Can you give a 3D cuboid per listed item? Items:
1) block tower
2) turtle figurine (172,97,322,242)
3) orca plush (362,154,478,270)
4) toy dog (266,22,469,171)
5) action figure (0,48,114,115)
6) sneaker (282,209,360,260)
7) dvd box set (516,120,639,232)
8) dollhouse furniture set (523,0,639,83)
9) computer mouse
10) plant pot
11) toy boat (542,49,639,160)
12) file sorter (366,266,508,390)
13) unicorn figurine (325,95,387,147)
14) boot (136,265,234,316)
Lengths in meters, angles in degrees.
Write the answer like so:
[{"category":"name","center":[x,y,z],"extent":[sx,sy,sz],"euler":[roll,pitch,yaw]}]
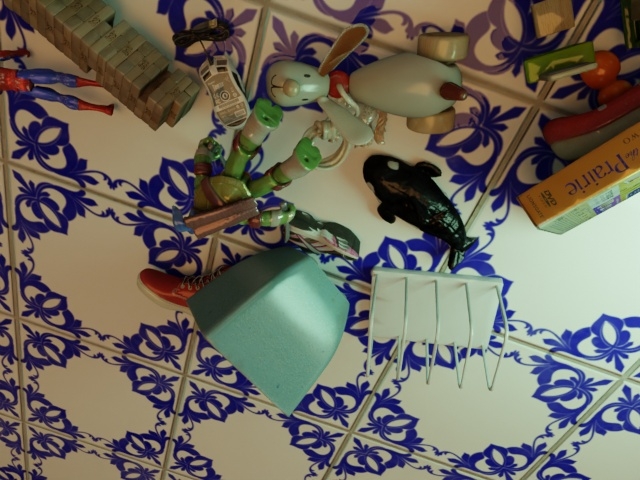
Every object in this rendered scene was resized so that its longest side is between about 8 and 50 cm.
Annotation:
[{"category":"block tower","center":[-0.379,-0.341,0.848],"extent":[0.335,0.091,0.097],"euler":[40,151,-13]},{"category":"turtle figurine","center":[-0.119,-0.122,0.859],"extent":[0.266,0.274,0.198],"euler":[-36,72,37]},{"category":"orca plush","center":[0.190,-0.044,0.933],"extent":[0.151,0.102,0.287],"euler":[-27,113,24]},{"category":"toy dog","center":[0.094,-0.234,0.760],"extent":[0.333,0.161,0.220],"euler":[-22,115,3]},{"category":"action figure","center":[-0.546,-0.312,0.929],"extent":[0.280,0.139,0.091],"euler":[4,121,-18]},{"category":"sneaker","center":[0.000,0.000,1.028],"extent":[0.178,0.072,0.077],"euler":[27,135,3]},{"category":"dvd box set","center":[0.520,-0.143,0.710],"extent":[0.420,0.307,0.062],"euler":[-36,71,28]},{"category":"dollhouse furniture set","center":[0.352,-0.383,0.636],"extent":[0.197,0.151,0.302],"euler":[-13,107,17]},{"category":"computer mouse","center":[-0.186,-0.300,0.887],"extent":[0.106,0.042,0.193],"euler":[-16,111,14]},{"category":"plant pot","center":[-0.091,0.153,1.013],"extent":[0.252,0.247,0.248],"euler":[-43,113,-12]},{"category":"toy boat","center":[0.464,-0.231,0.764],"extent":[0.231,0.151,0.151],"euler":[-32,80,25]},{"category":"file sorter","center":[0.240,0.194,1.029],"extent":[0.277,0.173,0.193],"euler":[5,122,7]},{"category":"unicorn figurine","center":[0.045,-0.232,0.879],"extent":[0.162,0.060,0.111],"euler":[7,114,-10]},{"category":"boot","center":[-0.289,0.093,1.122],"extent":[0.244,0.088,0.176],"euler":[28,122,-16]}]
